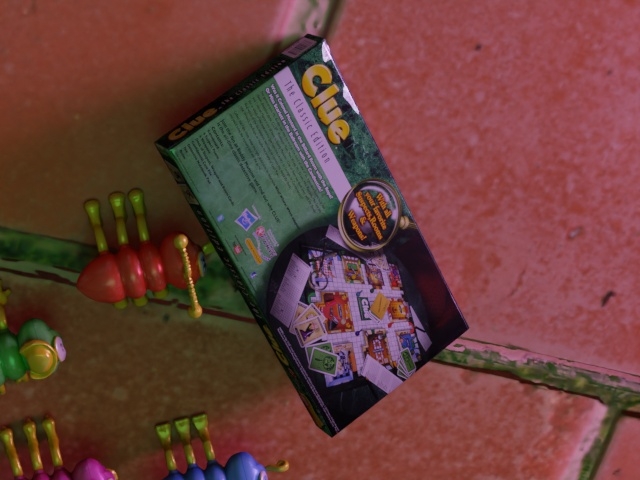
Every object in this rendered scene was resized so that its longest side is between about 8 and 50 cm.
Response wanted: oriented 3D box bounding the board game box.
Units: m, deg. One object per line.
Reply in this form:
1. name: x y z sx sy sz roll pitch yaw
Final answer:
1. board game box: 0.000 0.000 1.268 0.136 0.030 0.259 -35 119 -14

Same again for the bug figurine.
1. bug figurine: -0.148 0.114 1.288 0.216 0.072 0.279 -17 118 -4
